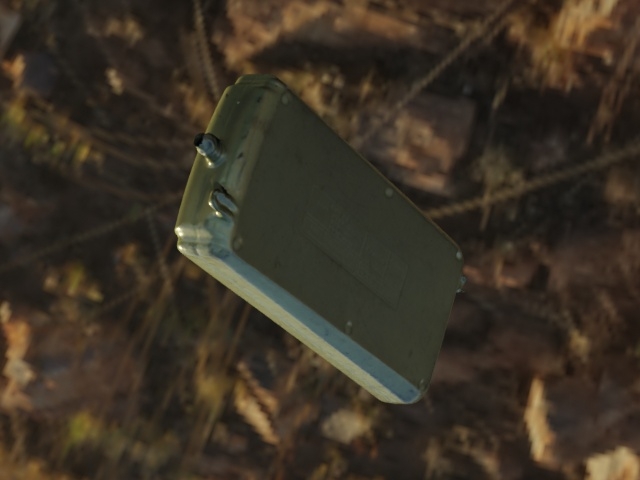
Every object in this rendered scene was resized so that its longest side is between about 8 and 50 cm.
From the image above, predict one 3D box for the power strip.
[{"bbox_3d":[0.000,0.000,0.722,0.028,0.076,0.169,3,155,38],"label":"power strip"}]
